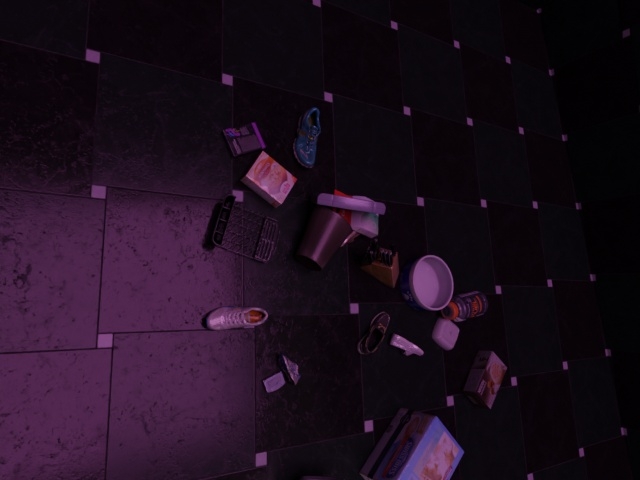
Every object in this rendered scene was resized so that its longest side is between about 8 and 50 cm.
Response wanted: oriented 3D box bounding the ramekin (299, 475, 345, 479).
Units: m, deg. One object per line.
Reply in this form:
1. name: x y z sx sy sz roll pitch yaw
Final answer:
1. ramekin: 0.007 0.934 1.602 0.207 0.207 0.109 18 62 -27

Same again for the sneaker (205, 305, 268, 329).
1. sneaker: -0.308 0.282 1.611 0.228 0.092 0.088 -4 84 -30

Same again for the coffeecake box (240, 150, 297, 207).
1. coffeecake box: -0.211 -0.250 1.796 0.185 0.068 0.142 38 62 -20

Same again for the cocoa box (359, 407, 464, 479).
1. cocoa box: 0.381 0.921 1.810 0.347 0.228 0.231 -45 103 -30

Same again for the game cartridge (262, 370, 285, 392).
1. game cartridge: -0.179 0.547 1.678 0.083 0.017 0.056 -18 86 -32

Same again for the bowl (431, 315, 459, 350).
1. bowl: 0.628 0.460 2.161 0.142 0.053 0.142 39 64 -18

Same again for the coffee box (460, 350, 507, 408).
1. coffee box: 0.826 0.700 2.201 0.141 0.098 0.247 47 60 -14

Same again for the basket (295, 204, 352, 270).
1. basket: 0.000 0.000 1.827 0.204 0.154 0.227 38 67 -18

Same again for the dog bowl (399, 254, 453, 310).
1. dog bowl: 0.515 0.209 2.115 0.264 0.104 0.265 7 76 -30

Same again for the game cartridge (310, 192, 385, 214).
1. game cartridge: 0.117 -0.159 1.858 0.296 0.198 0.062 8 91 -13

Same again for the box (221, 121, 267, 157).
1. box: -0.313 -0.415 1.793 0.162 0.029 0.116 -24 92 -34

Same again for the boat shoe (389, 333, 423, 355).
1. boat shoe: 0.395 0.496 2.009 0.184 0.066 0.063 34 78 -23

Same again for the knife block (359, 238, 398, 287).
1. knife block: 0.302 0.101 1.928 0.275 0.242 0.088 34 65 -21

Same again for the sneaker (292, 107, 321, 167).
1. sneaker: -0.053 -0.455 1.911 0.106 0.110 0.276 9 76 -29

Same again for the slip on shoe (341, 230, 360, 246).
1. slip on shoe: 0.132 -0.008 1.964 0.041 0.051 0.135 52 51 -10

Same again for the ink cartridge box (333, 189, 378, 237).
1. ink cartridge box: 0.164 -0.130 1.983 0.224 0.056 0.181 24 54 -26

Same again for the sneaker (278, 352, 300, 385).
1. sneaker: -0.120 0.496 1.710 0.058 0.052 0.135 -33 105 -42

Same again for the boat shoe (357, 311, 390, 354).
1. boat shoe: 0.252 0.411 1.934 0.081 0.068 0.228 47 60 -14

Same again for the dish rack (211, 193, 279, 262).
1. dish rack: -0.283 -0.036 1.705 0.271 0.074 0.209 22 70 -26

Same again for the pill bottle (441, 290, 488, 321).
1. pill bottle: 0.716 0.333 2.188 0.245 0.130 0.131 -7 83 -35
